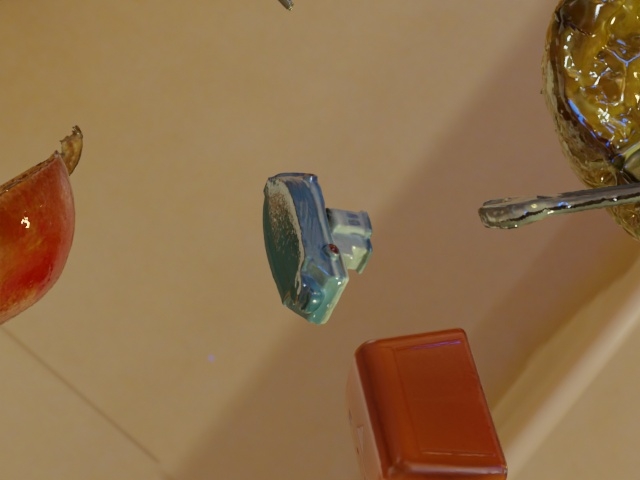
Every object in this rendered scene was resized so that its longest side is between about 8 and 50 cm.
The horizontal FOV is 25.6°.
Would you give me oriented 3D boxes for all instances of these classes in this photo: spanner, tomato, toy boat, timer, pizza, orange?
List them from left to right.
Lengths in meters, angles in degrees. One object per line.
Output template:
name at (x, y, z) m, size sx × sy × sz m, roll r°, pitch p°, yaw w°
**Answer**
tomato at (-0.423, 0.046, 1.694) m, size 0.338 × 0.143 × 0.338 m, roll -35°, pitch -171°, yaw 6°
pizza at (-0.338, -0.118, 1.886) m, size 0.037 × 0.016 × 0.083 m, roll 0°, pitch 119°, yaw -42°
toy boat at (0.000, 0.000, 1.489) m, size 0.088 × 0.102 × 0.215 m, roll -63°, pitch -150°, yaw 33°
timer at (0.122, 0.287, 1.918) m, size 0.161 × 0.257 × 0.250 m, roll -1°, pitch 139°, yaw -14°
orange at (0.389, -0.129, 1.498) m, size 0.271 × 0.368 × 0.210 m, roll -42°, pitch 176°, yaw -8°
spanner at (0.255, -0.040, 0.980) m, size 0.302 × 0.017 × 0.071 m, roll -9°, pitch -171°, yaw -3°

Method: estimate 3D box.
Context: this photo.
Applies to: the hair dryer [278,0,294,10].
hair dryer at (-0.070, -0.337, 1.546) m, size 0.044 × 0.183 × 0.155 m, roll -33°, pitch 167°, yaw -47°
